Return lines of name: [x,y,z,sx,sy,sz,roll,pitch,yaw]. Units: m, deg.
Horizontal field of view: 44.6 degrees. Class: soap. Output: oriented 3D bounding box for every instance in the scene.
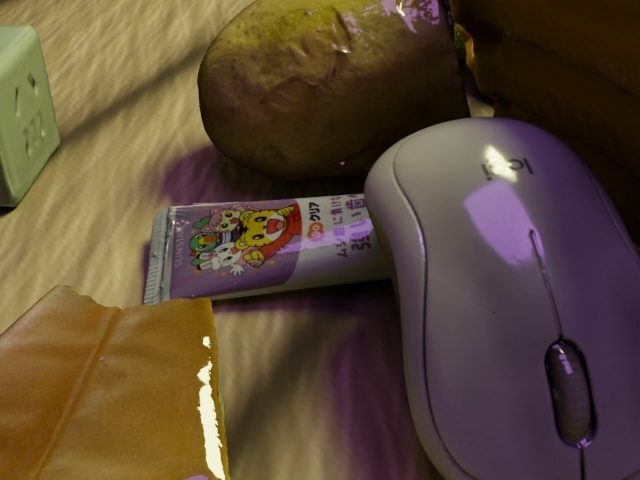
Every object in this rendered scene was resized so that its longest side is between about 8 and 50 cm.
soap: [0.244,-0.150,0.612,0.156,0.293,0.335,-31,33,-4]

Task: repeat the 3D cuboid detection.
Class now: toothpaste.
toothpaste: [0.000,0.000,0.669,0.299,0.073,0.114,-5,51,0]

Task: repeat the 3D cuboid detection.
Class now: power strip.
power strip: [-0.392,-0.125,0.759,0.224,0.140,0.139,2,37,3]

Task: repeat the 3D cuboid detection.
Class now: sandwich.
sandwich: [-0.164,0.123,0.462,0.220,0.108,0.186,-8,38,-7]

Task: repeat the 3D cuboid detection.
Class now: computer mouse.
computer mouse: [0.133,0.024,0.532,0.184,0.121,0.296,-4,54,-6]

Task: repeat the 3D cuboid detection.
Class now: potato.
potato: [0.010,-0.160,0.780,0.266,0.229,0.229,-12,37,6]

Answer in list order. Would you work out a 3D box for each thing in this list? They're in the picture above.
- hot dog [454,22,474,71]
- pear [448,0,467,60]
hot dog: [0.246,-0.194,0.846,0.250,0.076,0.104,17,40,-30]
pear: [0.165,-0.331,0.997,0.188,0.211,0.228,-28,75,-13]
